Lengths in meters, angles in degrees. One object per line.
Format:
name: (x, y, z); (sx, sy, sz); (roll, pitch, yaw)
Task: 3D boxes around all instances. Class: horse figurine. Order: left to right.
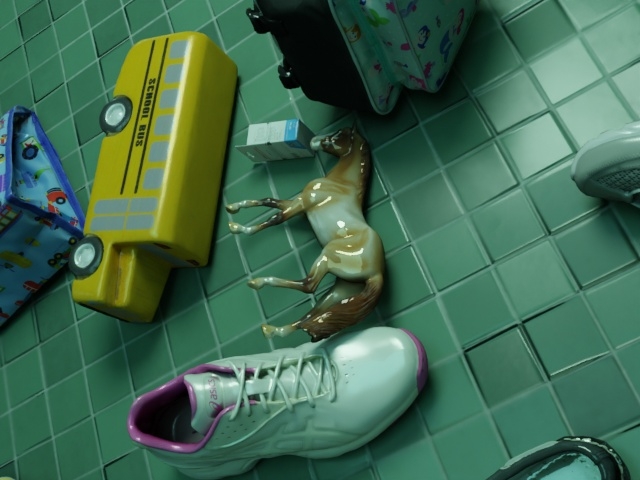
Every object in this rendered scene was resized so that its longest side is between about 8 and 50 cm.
horse figurine: (0.000, 0.000, 0.830); (0.174, 0.066, 0.263); (-18, 51, -4)

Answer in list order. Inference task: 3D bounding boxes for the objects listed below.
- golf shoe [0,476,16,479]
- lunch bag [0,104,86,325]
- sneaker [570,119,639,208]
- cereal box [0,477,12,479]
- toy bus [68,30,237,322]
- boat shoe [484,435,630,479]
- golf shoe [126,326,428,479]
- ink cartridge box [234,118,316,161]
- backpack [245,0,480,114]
golf shoe: (-0.318, 0.314, 0.896); (0.186, 0.086, 0.068); (14, 107, 48)
lunch bag: (-0.462, -0.050, 1.078); (0.221, 0.138, 0.293); (-42, 49, 11)
sneaker: (0.343, -0.026, 0.652); (0.281, 0.105, 0.115); (13, 78, 30)
cereal box: (-0.412, 0.372, 0.879); (0.240, 0.047, 0.173); (-31, 56, 41)
toy bus: (-0.193, -0.074, 0.948); (0.130, 0.108, 0.333); (-2, 70, 25)
boat shoe: (0.125, 0.270, 0.661); (0.302, 0.091, 0.114); (-48, 59, 5)
golf shoe: (-0.047, 0.157, 0.767); (0.306, 0.140, 0.115); (-24, 61, 16)
ink cartridge box: (-0.052, -0.116, 0.924); (0.083, 0.048, 0.028); (-3, 70, 26)
backpack: (0.063, -0.287, 0.828); (0.191, 0.225, 0.254); (11, 67, 27)
